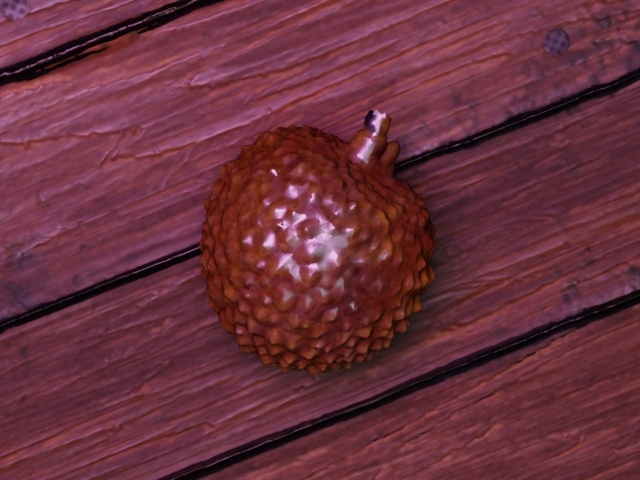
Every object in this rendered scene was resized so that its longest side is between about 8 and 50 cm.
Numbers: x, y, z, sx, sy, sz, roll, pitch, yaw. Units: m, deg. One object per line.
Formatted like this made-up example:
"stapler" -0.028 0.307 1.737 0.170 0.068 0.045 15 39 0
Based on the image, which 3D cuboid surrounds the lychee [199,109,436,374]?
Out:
"lychee" 0.000 0.000 1.567 0.200 0.200 0.238 24 112 -13
